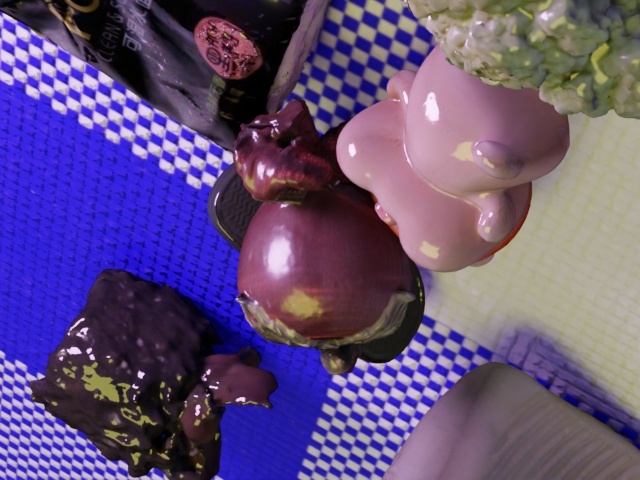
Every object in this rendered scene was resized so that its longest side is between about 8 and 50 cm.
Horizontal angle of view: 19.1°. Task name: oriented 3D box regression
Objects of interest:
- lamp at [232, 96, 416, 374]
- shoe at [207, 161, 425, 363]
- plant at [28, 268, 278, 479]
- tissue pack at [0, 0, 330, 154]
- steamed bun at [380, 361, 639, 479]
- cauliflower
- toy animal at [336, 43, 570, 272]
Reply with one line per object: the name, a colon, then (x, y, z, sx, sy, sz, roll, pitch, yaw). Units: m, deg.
lamp: (-0.010, 0.006, 1.625, 0.151, 0.215, 0.223, -23, 84, 17)
shoe: (-0.006, 0.011, 1.767, 0.241, 0.108, 0.093, 40, 174, -18)
plant: (-0.172, 0.143, 1.990, 0.234, 0.178, 0.204, 24, 134, -3)
tissue pack: (-0.160, -0.227, 1.587, 0.332, 0.123, 0.245, 32, 143, 4)
steamed bun: (0.198, 0.303, 1.815, 0.383, 0.247, 0.236, 41, 156, -18)
cauliflower: (0.169, -0.232, 1.259, 0.260, 0.281, 0.327, -23, 91, 27)
toy animal: (0.108, -0.069, 1.530, 0.171, 0.171, 0.197, 33, 141, 3)
